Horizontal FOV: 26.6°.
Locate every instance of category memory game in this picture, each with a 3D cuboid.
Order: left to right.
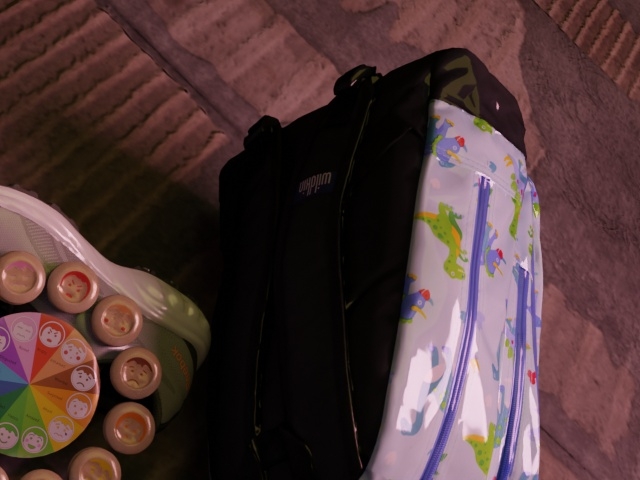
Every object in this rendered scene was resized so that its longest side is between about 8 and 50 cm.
[{"bbox_3d":[-0.195,0.099,0.915,0.186,0.012,0.186,3,82,-22],"label":"memory game"}]

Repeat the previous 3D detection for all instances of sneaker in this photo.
[{"bbox_3d":[-0.200,0.047,0.967,0.271,0.100,0.108,31,46,-21],"label":"sneaker"}]

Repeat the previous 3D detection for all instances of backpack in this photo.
[{"bbox_3d":[0.038,0.081,1.030,0.273,0.290,0.356,41,44,-27],"label":"backpack"}]
